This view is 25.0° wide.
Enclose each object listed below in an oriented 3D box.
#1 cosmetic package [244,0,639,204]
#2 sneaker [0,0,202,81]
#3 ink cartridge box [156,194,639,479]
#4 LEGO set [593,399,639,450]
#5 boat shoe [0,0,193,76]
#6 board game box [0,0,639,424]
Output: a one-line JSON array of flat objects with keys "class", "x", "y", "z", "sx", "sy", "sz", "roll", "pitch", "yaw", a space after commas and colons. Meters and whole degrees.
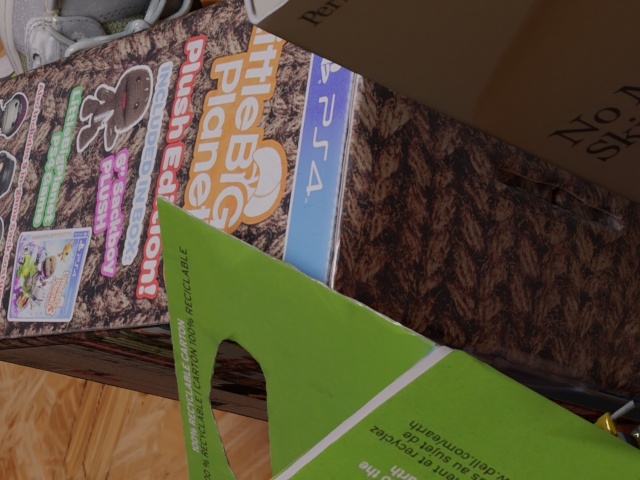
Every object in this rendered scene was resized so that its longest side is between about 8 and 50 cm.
[{"class": "cosmetic package", "x": 0.132, "y": -0.104, "z": 0.505, "sx": 0.160, "sy": 0.309, "sz": 0.113, "roll": -37, "pitch": 51, "yaw": 36}, {"class": "sneaker", "x": -0.180, "y": -0.092, "z": 1.051, "sx": 0.300, "sy": 0.111, "sz": 0.121, "roll": -34, "pitch": 64, "yaw": 43}, {"class": "ink cartridge box", "x": 0.010, "y": 0.125, "z": 0.475, "sx": 0.255, "sy": 0.097, "sz": 0.189, "roll": 27, "pitch": 136, "yaw": 33}, {"class": "LEGO set", "x": 0.196, "y": 0.108, "z": 0.439, "sx": 0.255, "sy": 0.192, "sz": 0.331, "roll": -36, "pitch": 51, "yaw": 36}, {"class": "boat shoe", "x": -0.126, "y": -0.081, "z": 0.898, "sx": 0.103, "sy": 0.118, "sz": 0.320, "roll": 38, "pitch": 133, "yaw": 38}, {"class": "board game box", "x": 0.000, "y": 0.000, "z": 0.683, "sx": 0.291, "sy": 0.232, "sz": 0.141, "roll": -8, "pitch": 70, "yaw": 47}]
